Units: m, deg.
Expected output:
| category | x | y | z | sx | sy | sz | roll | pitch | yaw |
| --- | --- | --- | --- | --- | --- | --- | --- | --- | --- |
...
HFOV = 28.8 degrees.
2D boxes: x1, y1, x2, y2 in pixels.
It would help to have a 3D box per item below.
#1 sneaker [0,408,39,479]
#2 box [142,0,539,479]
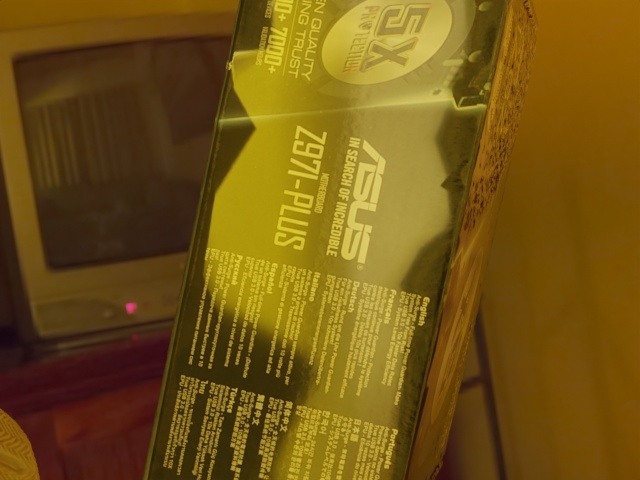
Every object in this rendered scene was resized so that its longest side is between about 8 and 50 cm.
| category | x | y | z | sx | sy | sz | roll | pitch | yaw |
| --- | --- | --- | --- | --- | --- | --- | --- | --- | --- |
| sneaker | -0.343 | 0.161 | 0.759 | 0.321 | 0.124 | 0.180 | 13 | -45 | -44 |
| box | 0.015 | -0.002 | 0.416 | 0.078 | 0.180 | 0.147 | 13 | 4 | 12 |
